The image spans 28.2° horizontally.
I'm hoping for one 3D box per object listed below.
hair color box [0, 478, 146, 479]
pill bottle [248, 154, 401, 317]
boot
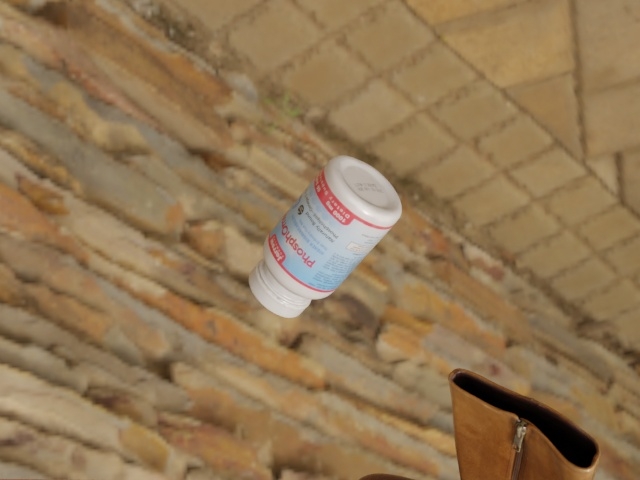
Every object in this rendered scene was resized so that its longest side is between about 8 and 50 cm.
[{"bbox_3d":[-0.107,0.173,0.662,0.167,0.053,0.093,3,127,-9],"label":"hair color box"},{"bbox_3d":[0.000,0.000,1.241,0.087,0.087,0.160,18,125,-35],"label":"pill bottle"},{"bbox_3d":[0.126,0.226,1.174,0.096,0.264,0.280,-39,142,-27],"label":"boot"}]
